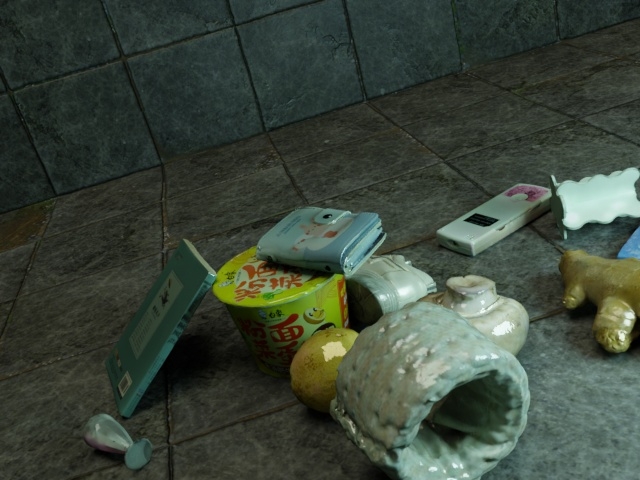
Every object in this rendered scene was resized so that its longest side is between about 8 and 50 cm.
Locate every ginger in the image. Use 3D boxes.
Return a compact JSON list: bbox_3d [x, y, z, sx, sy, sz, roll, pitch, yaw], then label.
[{"bbox_3d":[0.614,0.131,1.390,0.375,0.166,0.236,-7,56,64],"label":"ginger"}]

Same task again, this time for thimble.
[{"bbox_3d":[0.174,0.259,1.124,0.291,0.291,0.195,-24,31,-18],"label":"thimble"}]

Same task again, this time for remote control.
[{"bbox_3d":[0.483,-0.063,1.884,0.344,0.050,0.145,-27,28,-24],"label":"remote control"}]

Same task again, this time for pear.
[{"bbox_3d":[0.024,0.261,1.380,0.178,0.178,0.178,-13,26,6],"label":"pear"}]

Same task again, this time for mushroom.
[{"bbox_3d":[0.277,0.168,1.362,0.254,0.184,0.255,1,23,0],"label":"mushroom"}]

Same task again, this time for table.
[{"bbox_3d":[0.687,-0.101,1.724,0.198,0.167,0.166,-11,26,9],"label":"table"}]

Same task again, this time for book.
[{"bbox_3d":[-0.383,0.191,1.626,0.379,0.031,0.264,-57,31,3],"label":"book"}]

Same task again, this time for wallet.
[{"bbox_3d":[0.000,0.000,1.496,0.250,0.075,0.176,7,39,40],"label":"wallet"}]

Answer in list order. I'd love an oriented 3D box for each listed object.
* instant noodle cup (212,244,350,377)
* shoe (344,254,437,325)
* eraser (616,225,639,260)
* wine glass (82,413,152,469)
[{"bbox_3d":[-0.062,0.150,1.563,0.311,0.222,0.311,-13,27,6],"label":"instant noodle cup"},{"bbox_3d":[0.129,0.097,1.691,0.210,0.132,0.342,-14,19,-26],"label":"shoe"},{"bbox_3d":[0.815,-0.017,1.611,0.144,0.043,0.312,11,36,42],"label":"eraser"},{"bbox_3d":[-0.414,0.408,1.410,0.155,0.073,0.073,11,36,43],"label":"wine glass"}]
